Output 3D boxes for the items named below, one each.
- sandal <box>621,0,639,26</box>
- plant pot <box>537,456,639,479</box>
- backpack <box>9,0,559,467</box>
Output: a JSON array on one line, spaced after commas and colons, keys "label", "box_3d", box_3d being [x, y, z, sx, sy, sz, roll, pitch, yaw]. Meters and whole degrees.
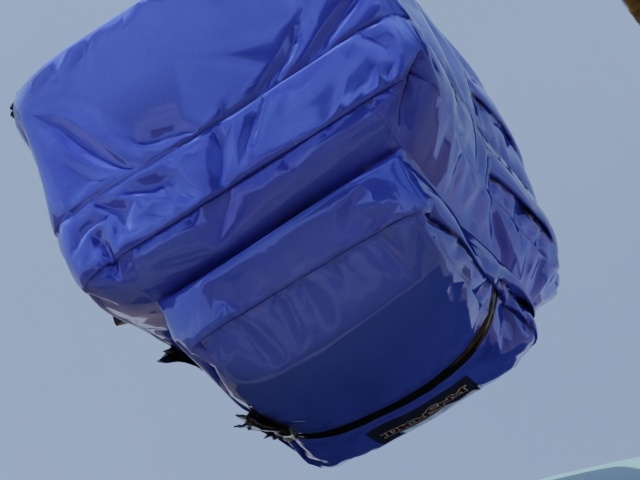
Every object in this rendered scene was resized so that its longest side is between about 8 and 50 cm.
[{"label": "sandal", "box_3d": [0.078, -0.125, 0.460, 0.072, 0.180, 0.049, -27, -10, 8]}, {"label": "plant pot", "box_3d": [0.097, 0.163, 0.460, 0.290, 0.290, 0.195, 13, -57, -29]}, {"label": "backpack", "box_3d": [0.000, 0.000, 0.441, 0.098, 0.101, 0.120, -27, -29, 11]}]
